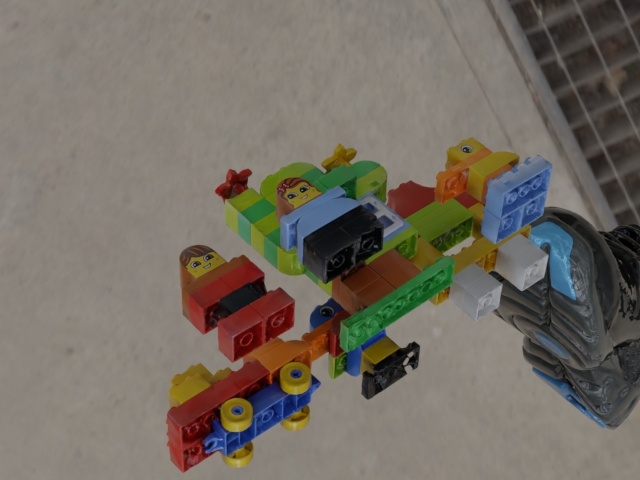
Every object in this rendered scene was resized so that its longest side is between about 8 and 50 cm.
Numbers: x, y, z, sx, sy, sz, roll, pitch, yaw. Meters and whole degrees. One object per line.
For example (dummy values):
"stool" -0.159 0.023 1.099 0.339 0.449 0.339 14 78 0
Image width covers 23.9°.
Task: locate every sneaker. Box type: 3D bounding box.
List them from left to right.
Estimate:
"sneaker" 0.207 0.032 1.151 0.125 0.341 0.139 39 85 24

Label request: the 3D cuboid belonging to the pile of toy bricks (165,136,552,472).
"pile of toy bricks" 0.000 0.000 0.670 0.212 0.105 0.118 -30 143 -29
